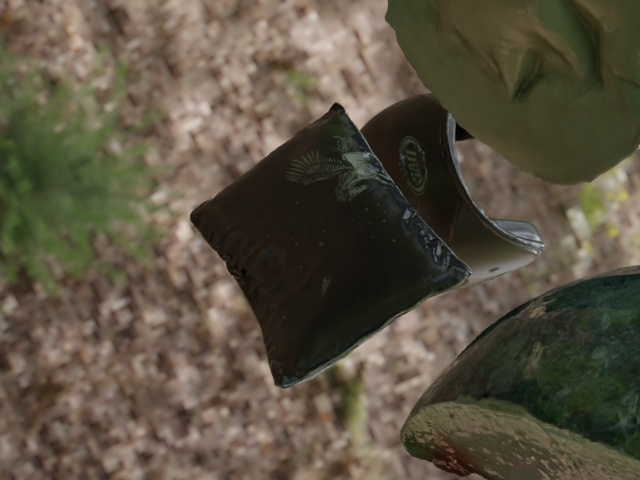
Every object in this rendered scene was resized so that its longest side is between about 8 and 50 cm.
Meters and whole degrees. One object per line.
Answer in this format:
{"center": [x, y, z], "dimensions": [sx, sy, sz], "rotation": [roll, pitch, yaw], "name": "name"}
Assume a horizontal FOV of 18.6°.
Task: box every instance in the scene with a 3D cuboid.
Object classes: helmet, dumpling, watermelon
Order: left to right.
{"center": [0.114, -0.046, 1.922], "dimensions": [0.216, 0.193, 0.189], "rotation": [82, -3, -70], "name": "helmet"}
{"center": [0.226, -0.208, 1.567], "dimensions": [0.211, 0.320, 0.270], "rotation": [-29, 88, -25], "name": "dumpling"}
{"center": [0.229, 0.121, 1.377], "dimensions": [0.289, 0.320, 0.214], "rotation": [-31, 98, -39], "name": "watermelon"}

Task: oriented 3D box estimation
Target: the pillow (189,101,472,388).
{"center": [0.000, 0.000, 1.276], "dimensions": [0.055, 0.141, 0.208], "rotation": [55, 3, -41], "name": "pillow"}
